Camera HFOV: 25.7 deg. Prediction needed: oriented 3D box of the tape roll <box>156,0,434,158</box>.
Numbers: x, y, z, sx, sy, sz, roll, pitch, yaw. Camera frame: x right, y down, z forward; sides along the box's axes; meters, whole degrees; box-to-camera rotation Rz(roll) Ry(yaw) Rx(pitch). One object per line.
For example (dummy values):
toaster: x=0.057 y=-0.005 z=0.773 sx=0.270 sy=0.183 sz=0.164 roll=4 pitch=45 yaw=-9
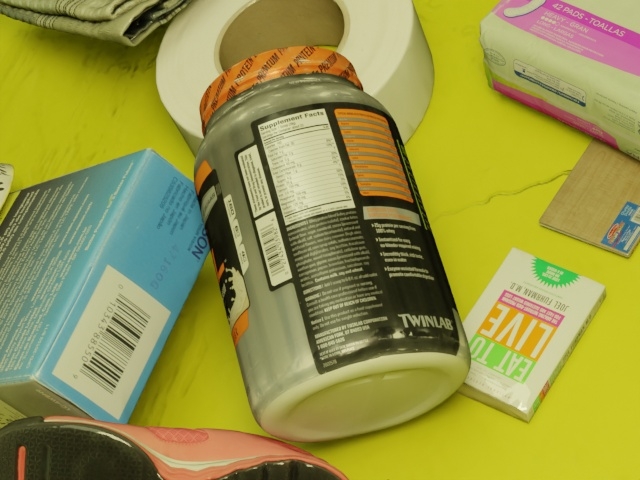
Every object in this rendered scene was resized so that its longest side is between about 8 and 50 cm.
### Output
tape roll: x=-0.026 y=-0.184 z=1.486 sx=0.286 sy=0.100 sz=0.286 roll=-11 pitch=53 yaw=14

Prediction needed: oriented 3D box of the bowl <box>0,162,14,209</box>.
bowl: x=-0.406 y=-0.032 z=1.483 sx=0.170 sy=0.080 sz=0.170 roll=-39 pitch=29 yaw=27

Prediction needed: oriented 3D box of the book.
book: x=0.181 y=0.084 z=1.263 sx=0.096 sy=0.035 sz=0.144 roll=23 pitch=65 yaw=28

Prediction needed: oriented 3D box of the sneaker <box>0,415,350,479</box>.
sneaker: x=-0.124 y=0.212 z=1.191 sx=0.313 sy=0.136 sz=0.116 roll=9 pitch=94 yaw=-1

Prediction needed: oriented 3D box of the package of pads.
package of pads: x=0.323 y=-0.231 z=1.384 sx=0.229 sy=0.101 sz=0.296 roll=32 pitch=68 yaw=35

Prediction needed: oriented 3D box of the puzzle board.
puzzle board: x=0.280 y=-0.048 z=1.330 sx=0.096 sy=0.011 sz=0.128 roll=24 pitch=68 yaw=31

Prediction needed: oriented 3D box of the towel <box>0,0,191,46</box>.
towel: x=-0.198 y=-0.340 z=1.598 sx=0.312 sy=0.056 sz=0.324 roll=-41 pitch=37 yaw=-25

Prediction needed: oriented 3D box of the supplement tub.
supplement tub: x=0.000 y=0.000 z=1.231 sx=0.193 sy=0.193 sz=0.316 roll=-19 pitch=64 yaw=7

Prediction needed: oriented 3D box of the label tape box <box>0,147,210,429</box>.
label tape box: x=-0.273 y=0.066 z=1.373 sx=0.347 sy=0.115 sz=0.249 roll=-14 pitch=46 yaw=50
